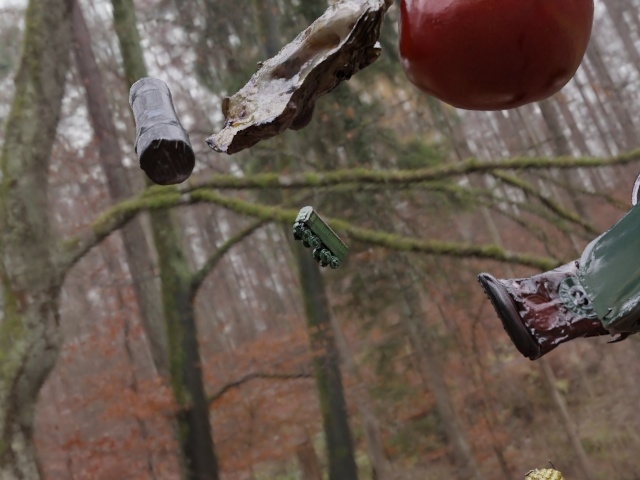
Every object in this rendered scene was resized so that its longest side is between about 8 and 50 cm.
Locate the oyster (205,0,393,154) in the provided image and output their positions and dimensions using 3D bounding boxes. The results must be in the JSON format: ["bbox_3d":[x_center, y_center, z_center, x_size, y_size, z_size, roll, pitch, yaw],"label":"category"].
[{"bbox_3d":[-0.024,-0.254,1.498,0.361,0.096,0.221,-49,33,-17],"label":"oyster"}]

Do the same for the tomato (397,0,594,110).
[{"bbox_3d":[0.255,-0.325,1.415,0.298,0.298,0.226,-17,-49,-17],"label":"tomato"}]

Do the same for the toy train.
[{"bbox_3d":[0.000,0.000,1.960,0.038,0.071,0.148,-1,-37,43],"label":"toy train"}]

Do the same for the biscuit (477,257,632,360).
[{"bbox_3d":[0.357,0.100,1.473,0.235,0.151,0.063,-10,-29,-25],"label":"biscuit"}]

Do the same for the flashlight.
[{"bbox_3d":[-0.311,-0.225,1.882,0.103,0.103,0.424,-21,29,-4],"label":"flashlight"}]

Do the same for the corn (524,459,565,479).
[{"bbox_3d":[0.433,0.568,1.921,0.106,0.106,0.305,-30,15,32],"label":"corn"}]

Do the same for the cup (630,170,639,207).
[{"bbox_3d":[0.634,-0.003,1.570,0.203,0.203,0.288,-26,-44,17],"label":"cup"}]

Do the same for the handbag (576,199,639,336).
[{"bbox_3d":[0.320,-0.030,0.769,0.260,0.079,0.247,-52,-1,15],"label":"handbag"}]
